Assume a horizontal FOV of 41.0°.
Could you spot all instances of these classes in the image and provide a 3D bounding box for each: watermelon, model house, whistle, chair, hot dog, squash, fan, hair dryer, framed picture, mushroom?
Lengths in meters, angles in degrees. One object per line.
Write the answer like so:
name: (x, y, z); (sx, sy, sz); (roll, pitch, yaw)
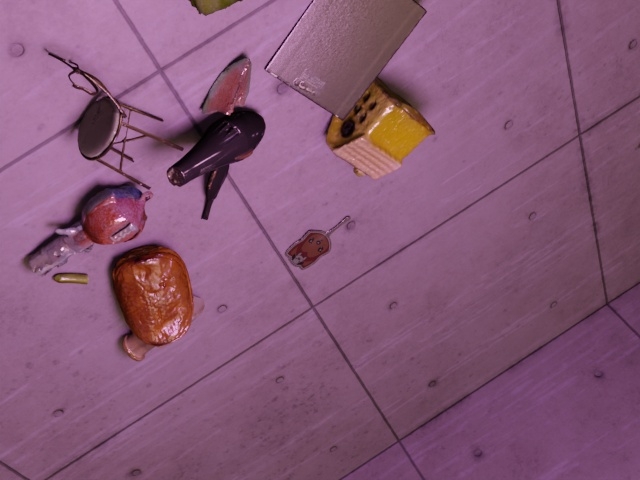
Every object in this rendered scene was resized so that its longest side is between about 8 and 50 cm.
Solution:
watermelon: (-0.196, -0.352, 1.991); (0.101, 0.080, 0.155); (3, 111, -45)
model house: (0.141, -0.270, 2.193); (0.193, 0.175, 0.234); (26, 108, -44)
whistle: (-0.540, -0.023, 2.028); (0.346, 0.134, 0.142); (-32, 175, 8)
chair: (-0.469, -0.252, 1.844); (0.170, 0.160, 0.325); (-49, 140, 14)
hot dog: (-0.429, 0.141, 2.215); (0.196, 0.122, 0.272); (-17, 118, -8)
squash: (-0.626, 0.095, 2.146); (0.083, 0.027, 0.027); (5, 124, -35)
fan: (0.000, 0.000, 2.470); (0.220, 0.009, 0.132); (-40, 140, 7)
hair dryer: (-0.269, -0.139, 2.071); (0.304, 0.120, 0.359); (-47, 168, -39)
framed picture: (0.061, -0.478, 2.038); (0.255, 0.014, 0.339); (28, 110, -31)
mushroom: (-0.434, 0.228, 2.340); (0.247, 0.108, 0.096); (-39, 97, 1)

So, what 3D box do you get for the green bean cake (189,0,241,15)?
green bean cake: (-0.187, -0.561, 1.705); (0.214, 0.200, 0.113); (-29, 138, -8)
